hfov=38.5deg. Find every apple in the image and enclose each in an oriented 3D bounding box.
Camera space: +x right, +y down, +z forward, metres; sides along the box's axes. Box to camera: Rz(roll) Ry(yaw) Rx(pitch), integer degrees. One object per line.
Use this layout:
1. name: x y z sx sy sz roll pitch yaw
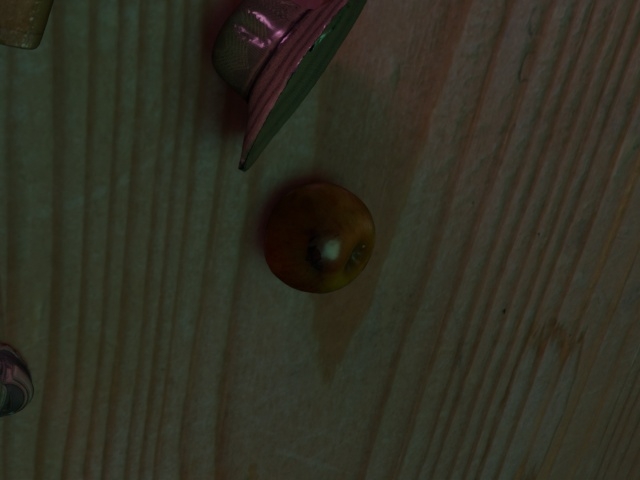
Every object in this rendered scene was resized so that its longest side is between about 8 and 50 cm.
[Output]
1. apple: 0.000 0.000 1.155 0.146 0.146 0.146 -17 127 -25

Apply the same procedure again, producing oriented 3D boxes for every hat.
1. hat: -0.057 -0.205 0.987 0.110 0.252 0.252 36 98 -1

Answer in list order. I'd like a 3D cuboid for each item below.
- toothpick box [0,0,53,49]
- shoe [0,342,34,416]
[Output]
1. toothpick box: -0.266 -0.332 0.728 0.190 0.187 0.308 5 119 -38
2. shoe: -0.394 0.165 1.017 0.180 0.092 0.089 24 103 -42
